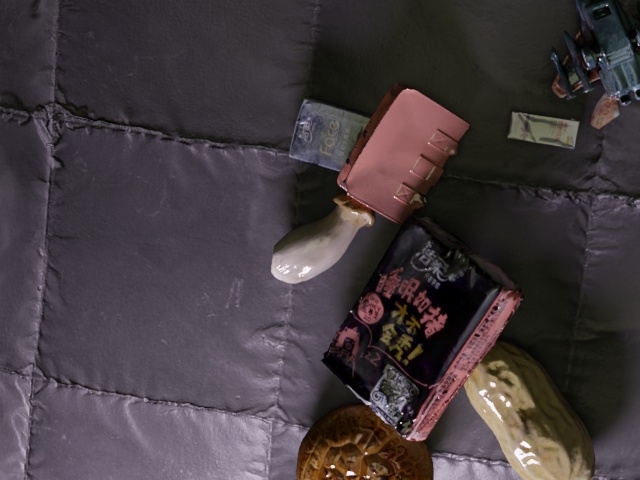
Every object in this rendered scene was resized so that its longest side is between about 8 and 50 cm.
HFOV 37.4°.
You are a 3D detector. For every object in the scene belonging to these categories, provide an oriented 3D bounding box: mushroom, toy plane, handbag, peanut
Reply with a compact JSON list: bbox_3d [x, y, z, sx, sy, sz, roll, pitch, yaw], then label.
[{"bbox_3d":[0.078,0.414,1.708,0.253,0.153,0.253,0,88,13],"label":"mushroom"},{"bbox_3d":[0.457,-0.356,1.533,0.223,0.104,0.326,-21,93,14],"label":"toy plane"},{"bbox_3d":[0.142,-0.146,1.625,0.157,0.059,0.212,28,99,-20],"label":"handbag"},{"bbox_3d":[0.355,0.301,1.634,0.152,0.152,0.313,-31,89,14],"label":"peanut"},{"bbox_3d":[0.000,-0.001,1.686,0.212,0.088,0.097,-41,94,15],"label":"mushroom"}]

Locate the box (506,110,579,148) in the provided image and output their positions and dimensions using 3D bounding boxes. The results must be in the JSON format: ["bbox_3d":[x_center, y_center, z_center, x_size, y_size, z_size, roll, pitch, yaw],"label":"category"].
[{"bbox_3d":[0.378,-0.189,1.609,0.117,0.036,0.050,9,101,10],"label":"box"}]

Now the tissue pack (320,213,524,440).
[{"bbox_3d":[0.173,0.148,1.619,0.245,0.123,0.332,41,109,34],"label":"tissue pack"}]

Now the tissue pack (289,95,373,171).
[{"bbox_3d":[0.032,-0.181,1.673,0.156,0.051,0.112,17,103,8],"label":"tissue pack"}]
